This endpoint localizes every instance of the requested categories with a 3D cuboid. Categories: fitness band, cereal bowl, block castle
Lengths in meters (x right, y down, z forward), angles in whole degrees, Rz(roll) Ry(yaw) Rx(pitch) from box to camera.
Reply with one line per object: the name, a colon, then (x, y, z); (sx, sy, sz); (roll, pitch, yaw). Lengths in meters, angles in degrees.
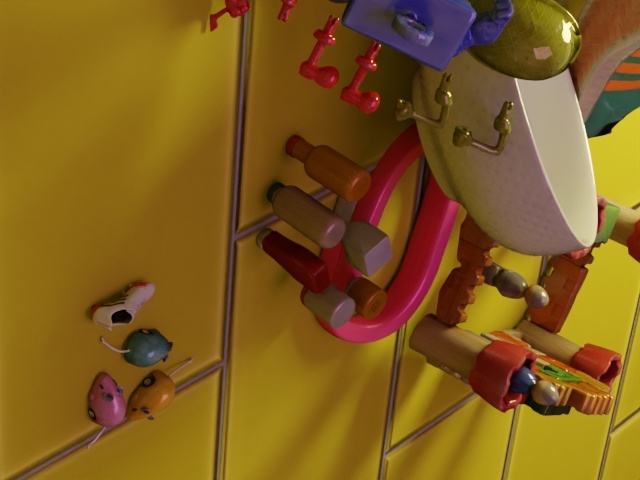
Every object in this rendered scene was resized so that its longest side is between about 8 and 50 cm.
fitness band: (0.089, -0.007, 1.975); (0.209, 0.054, 0.291); (-10, 123, -51)
cereal bowl: (0.197, -0.139, 1.844); (0.339, 0.141, 0.339); (-15, 90, -70)
block castle: (0.331, 0.079, 2.189); (0.453, 0.212, 0.303); (8, 107, -63)

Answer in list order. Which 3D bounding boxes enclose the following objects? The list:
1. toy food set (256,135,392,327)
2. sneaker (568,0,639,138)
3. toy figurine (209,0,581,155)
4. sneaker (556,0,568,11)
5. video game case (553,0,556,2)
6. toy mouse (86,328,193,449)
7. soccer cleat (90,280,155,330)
toy food set: (0.000, 0.000, 1.817); (0.111, 0.104, 0.232); (-41, 145, -20)
sneaker: (0.379, -0.241, 1.991); (0.121, 0.108, 0.302); (3, 139, -35)
toy figurine: (0.084, -0.185, 1.516); (0.362, 0.217, 0.191); (26, 105, -15)
sneaker: (0.297, -0.268, 2.054); (0.053, 0.061, 0.152); (-28, 134, -38)
video game case: (0.228, -0.323, 1.837); (0.157, 0.019, 0.143); (-21, 96, -71)
toy mouse: (-0.196, 0.147, 1.719); (0.161, 0.031, 0.143); (-46, 145, -22)
soccer cleat: (-0.195, 0.068, 1.656); (0.083, 0.035, 0.029); (-27, 135, -41)
